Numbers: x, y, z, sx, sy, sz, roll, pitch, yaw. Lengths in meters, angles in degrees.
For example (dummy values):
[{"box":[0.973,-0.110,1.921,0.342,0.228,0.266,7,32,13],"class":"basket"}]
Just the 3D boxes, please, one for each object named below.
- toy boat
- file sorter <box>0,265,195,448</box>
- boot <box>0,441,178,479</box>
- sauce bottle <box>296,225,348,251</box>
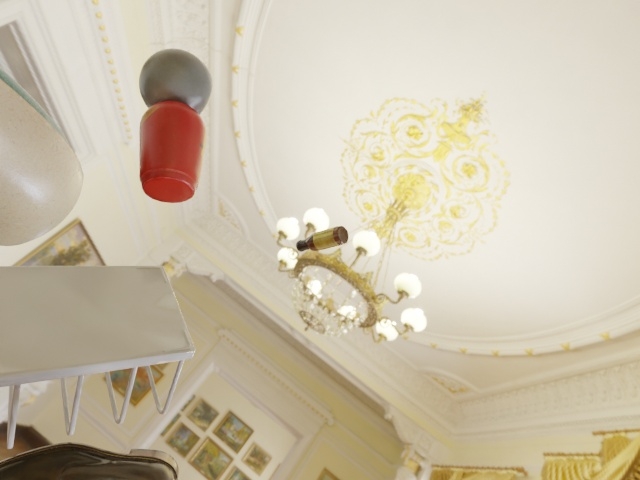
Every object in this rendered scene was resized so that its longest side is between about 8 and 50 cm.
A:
[{"box":[-0.256,-0.099,0.362,0.318,0.148,0.267,-3,-25,-6],"class":"toy boat"},{"box":[-0.362,0.162,0.594,0.193,0.277,0.173,50,-55,41],"class":"file sorter"},{"box":[-0.266,0.274,0.437,0.219,0.082,0.106,4,-4,-18],"class":"boot"},{"box":[0.000,0.000,0.878,0.128,0.042,0.042,-14,-58,39],"class":"sauce bottle"}]
